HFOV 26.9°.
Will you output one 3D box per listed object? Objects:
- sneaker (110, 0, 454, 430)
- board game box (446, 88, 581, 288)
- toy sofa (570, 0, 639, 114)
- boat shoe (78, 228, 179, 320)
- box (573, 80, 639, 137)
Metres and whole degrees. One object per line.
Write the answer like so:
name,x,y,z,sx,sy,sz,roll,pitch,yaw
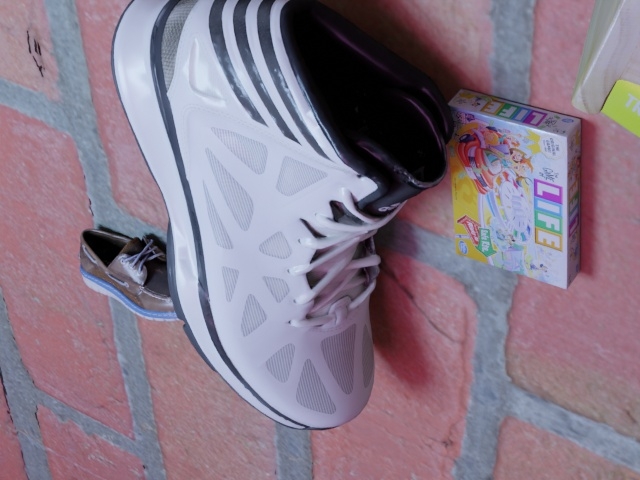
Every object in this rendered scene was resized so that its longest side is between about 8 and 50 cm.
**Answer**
sneaker,-0.001,0.000,1.108,0.257,0.169,0.448,12,132,46
board game box,0.155,-0.040,1.064,0.103,0.026,0.154,18,137,29
toy sofa,0.322,-0.112,0.660,0.362,0.150,0.177,21,137,2
boat shoe,-0.194,0.033,1.424,0.183,0.066,0.066,14,134,33
box,0.262,-0.083,0.853,0.178,0.109,0.042,36,141,9
